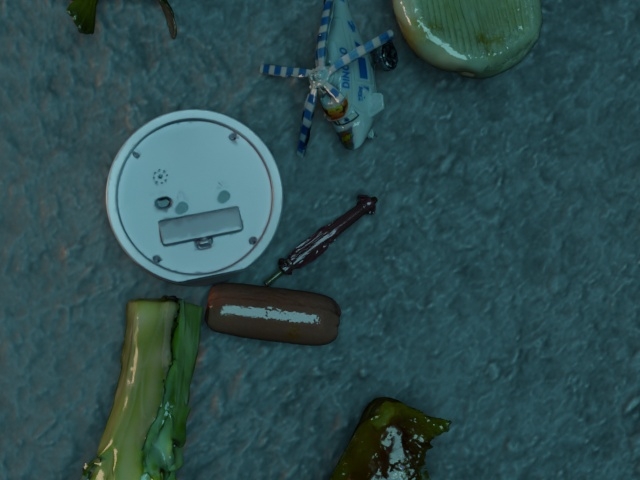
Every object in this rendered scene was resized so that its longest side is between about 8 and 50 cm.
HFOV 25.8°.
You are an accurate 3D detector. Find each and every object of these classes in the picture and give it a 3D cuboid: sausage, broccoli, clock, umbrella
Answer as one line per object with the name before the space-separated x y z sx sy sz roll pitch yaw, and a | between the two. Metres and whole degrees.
sausage | -0.053 0.084 1.581 0.154 0.062 0.062 7 86 -7
broccoli | -0.211 0.237 1.501 0.221 0.252 0.361 22 45 -33
clock | -0.142 -0.047 1.576 0.196 0.068 0.197 0 87 -7
umbrella | 0.000 0.000 1.612 0.165 0.025 0.027 -37 72 -10

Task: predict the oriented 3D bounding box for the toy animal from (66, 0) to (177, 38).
toy animal | -0.267 -0.313 1.571 0.095 0.219 0.155 -39 54 9

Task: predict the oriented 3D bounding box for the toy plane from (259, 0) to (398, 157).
toy plane | 0.018 -0.241 1.612 0.182 0.107 0.273 -30 67 33

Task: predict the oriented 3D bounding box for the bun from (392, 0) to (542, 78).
bun | 0.159 -0.260 1.609 0.183 0.102 0.183 5 69 -13

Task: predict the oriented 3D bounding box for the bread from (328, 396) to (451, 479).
bread | 0.056 0.369 1.548 0.185 0.109 0.380 27 85 2
